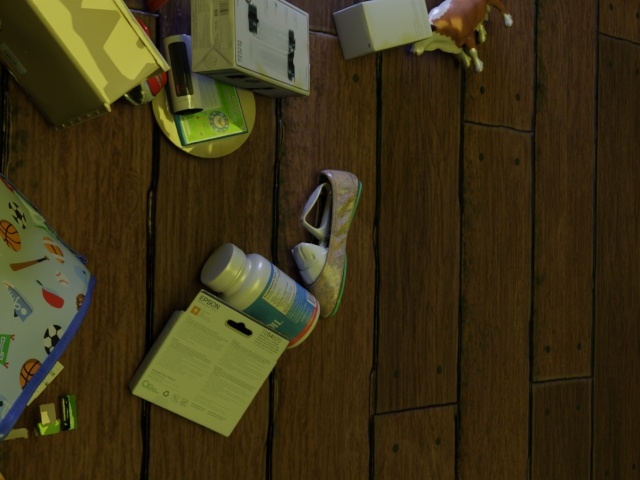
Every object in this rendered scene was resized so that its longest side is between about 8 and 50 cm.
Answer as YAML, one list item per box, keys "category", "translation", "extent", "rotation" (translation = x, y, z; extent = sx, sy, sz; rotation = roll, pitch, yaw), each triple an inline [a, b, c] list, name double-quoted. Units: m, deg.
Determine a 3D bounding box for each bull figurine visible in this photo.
- category: "bull figurine"
  translation: [0.331, -0.505, 1.865]
  extent: [0.310, 0.101, 0.188]
  rotation: [-52, 121, -25]

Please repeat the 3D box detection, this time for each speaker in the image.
- category: "speaker"
  translation: [-0.247, -0.295, 1.433]
  extent: [0.055, 0.055, 0.136]
  rotation: [-9, 90, -36]

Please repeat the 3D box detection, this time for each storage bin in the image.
- category: "storage bin"
  translation: [-0.407, -0.317, 1.224]
  extent: [0.123, 0.260, 0.262]
  rotation: [-47, 116, -28]

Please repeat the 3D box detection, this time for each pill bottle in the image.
- category: "pill bottle"
  translation: [-0.117, 0.103, 1.517]
  extent: [0.221, 0.124, 0.124]
  rotation: [39, 68, -28]

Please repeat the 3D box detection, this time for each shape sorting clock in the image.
- category: "shape sorting clock"
  translation: [-0.217, -0.256, 1.497]
  extent: [0.206, 0.040, 0.206]
  rotation: [3, 84, -25]

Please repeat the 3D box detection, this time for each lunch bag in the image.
- category: "lunch bag"
  translation: [-0.524, 0.069, 1.144]
  extent: [0.328, 0.239, 0.385]
  rotation: [52, 35, -24]

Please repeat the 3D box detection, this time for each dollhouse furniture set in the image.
- category: "dollhouse furniture set"
  translation: [-0.472, 0.289, 1.292]
  extent: [0.152, 0.076, 0.058]
  rotation: [-2, 78, -38]

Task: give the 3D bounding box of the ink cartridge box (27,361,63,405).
- category: "ink cartridge box"
  translation: [-0.471, 0.223, 1.314]
  extent: [0.083, 0.028, 0.048]
  rotation: [-51, 117, -26]

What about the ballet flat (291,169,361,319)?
- category: "ballet flat"
  translation: [0.000, 0.000, 1.626]
  extent: [0.106, 0.107, 0.316]
  rotation: [20, 68, -27]

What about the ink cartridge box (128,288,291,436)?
- category: "ink cartridge box"
  translation: [-0.200, 0.222, 1.465]
  extent: [0.223, 0.045, 0.224]
  rotation: [35, 89, -30]

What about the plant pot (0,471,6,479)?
- category: "plant pot"
  translation: [-0.541, 0.416, 1.163]
  extent: [0.205, 0.188, 0.205]
  rotation: [1, 89, -36]

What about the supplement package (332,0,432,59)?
- category: "supplement package"
  translation: [0.135, -0.462, 1.719]
  extent: [0.179, 0.105, 0.105]
  rotation: [-23, 104, -35]

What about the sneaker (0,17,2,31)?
- category: "sneaker"
  translation: [-0.527, -0.284, 1.189]
  extent: [0.066, 0.188, 0.071]
  rotation: [-48, 126, -46]

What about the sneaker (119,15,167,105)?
- category: "sneaker"
  translation: [-0.360, -0.368, 1.378]
  extent: [0.118, 0.107, 0.279]
  rotation: [-48, 119, -48]

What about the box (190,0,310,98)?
- category: "box"
  translation: [-0.120, -0.365, 1.466]
  extent: [0.290, 0.087, 0.169]
  rotation: [-3, 92, -64]

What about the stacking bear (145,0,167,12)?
- category: "stacking bear"
  translation: [-0.329, -0.563, 1.356]
  extent: [0.289, 0.164, 0.175]
  rotation: [40, 67, -24]
